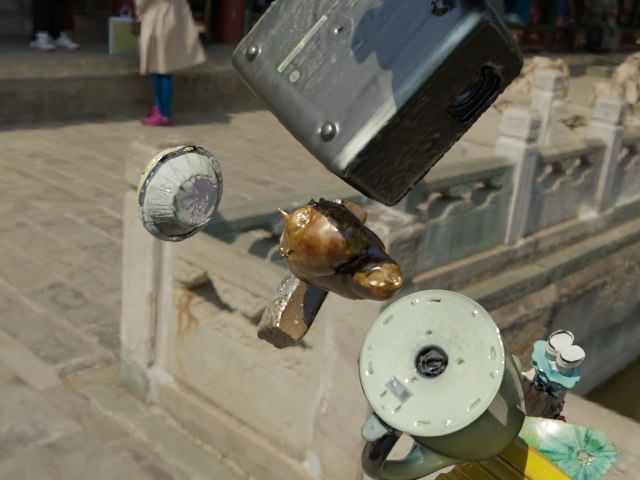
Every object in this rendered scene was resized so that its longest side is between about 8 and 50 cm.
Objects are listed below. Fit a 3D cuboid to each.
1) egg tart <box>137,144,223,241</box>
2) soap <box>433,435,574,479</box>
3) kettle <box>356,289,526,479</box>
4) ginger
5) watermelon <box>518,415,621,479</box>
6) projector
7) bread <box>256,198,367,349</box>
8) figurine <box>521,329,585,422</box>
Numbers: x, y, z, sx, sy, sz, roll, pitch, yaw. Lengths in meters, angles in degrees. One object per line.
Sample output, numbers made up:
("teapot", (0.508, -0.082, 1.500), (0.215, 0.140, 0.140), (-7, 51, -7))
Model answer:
("egg tart", (-0.307, -0.101, 1.798), (0.234, 0.234, 0.094), (-13, 30, -43))
("soap", (0.257, 0.386, 1.027), (0.204, 0.096, 0.324), (-40, 17, -7))
("kettle", (0.141, 0.198, 0.962), (0.165, 0.240, 0.255), (41, -4, 30))
("ginger", (0.000, 0.000, 1.631), (0.254, 0.176, 0.418), (40, -5, -20))
("watermelon", (0.329, 0.362, 1.229), (0.128, 0.146, 0.231), (31, -31, -28))
("projector", (0.089, -0.338, 1.457), (0.405, 0.395, 0.242), (50, 13, 33))
("bread", (-0.025, 0.083, 2.037), (0.113, 0.417, 0.165), (33, -28, -9))
("figurine", (0.468, 0.295, 1.617), (0.110, 0.246, 0.138), (-19, 53, -23))
